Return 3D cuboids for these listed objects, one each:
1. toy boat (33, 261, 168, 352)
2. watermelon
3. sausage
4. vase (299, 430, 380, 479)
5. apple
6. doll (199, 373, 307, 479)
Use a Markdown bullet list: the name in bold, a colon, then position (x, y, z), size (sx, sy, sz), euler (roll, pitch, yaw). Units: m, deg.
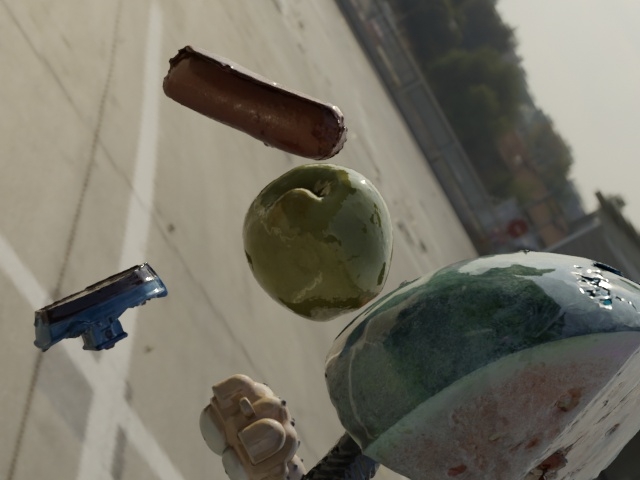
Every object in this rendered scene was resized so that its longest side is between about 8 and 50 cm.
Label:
- **toy boat**: position (-0.315, 0.109, 1.793), size (0.100, 0.223, 0.097), euler (-4, -72, 51)
- **watermelon**: position (0.140, 0.067, 0.876), size (0.175, 0.188, 0.322), euler (46, 14, 25)
- **sausage**: position (-0.100, -0.207, 1.878), size (0.330, 0.102, 0.102), euler (26, -8, 25)
- **vase**: position (0.046, 0.273, 1.558), size (0.115, 0.237, 0.115), euler (36, -9, 6)
- **apple**: position (0.000, 0.000, 1.469), size (0.200, 0.200, 0.200), euler (59, 8, -14)
- **doll**: position (-0.073, 0.307, 1.664), size (0.154, 0.119, 0.278), euler (48, -18, 53)
